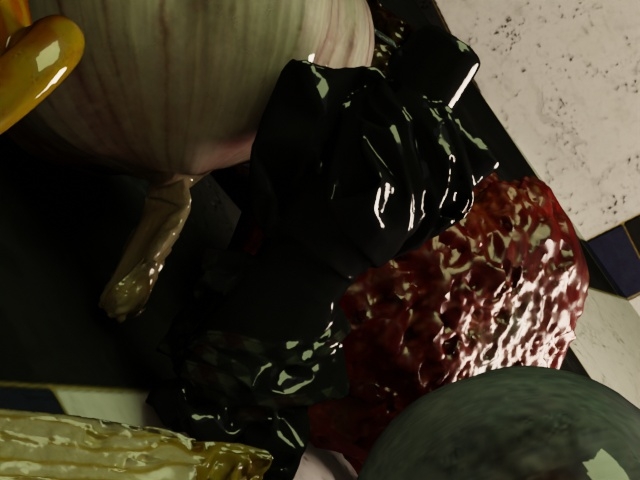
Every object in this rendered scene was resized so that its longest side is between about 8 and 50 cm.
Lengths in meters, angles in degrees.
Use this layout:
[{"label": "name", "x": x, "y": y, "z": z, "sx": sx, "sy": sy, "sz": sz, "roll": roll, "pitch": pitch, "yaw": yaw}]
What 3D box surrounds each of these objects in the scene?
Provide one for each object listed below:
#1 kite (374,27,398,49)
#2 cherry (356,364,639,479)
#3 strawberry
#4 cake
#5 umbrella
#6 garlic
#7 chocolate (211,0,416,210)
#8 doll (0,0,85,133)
[{"label": "kite", "x": -0.055, "y": -0.234, "z": 1.462, "sx": 0.314, "sy": 0.011, "sz": 0.335, "roll": 40, "pitch": 7, "yaw": 21}, {"label": "cherry", "x": 0.124, "y": 0.196, "z": 1.113, "sx": 0.255, "sy": 0.218, "sz": 0.296, "roll": 63, "pitch": 13, "yaw": -6}, {"label": "strawberry", "x": 0.065, "y": 0.034, "z": 1.304, "sx": 0.274, "sy": 0.220, "sz": 0.274, "roll": 53, "pitch": 14, "yaw": -18}, {"label": "cake", "x": -0.098, "y": 0.111, "z": 0.833, "sx": 0.185, "sy": 0.116, "sz": 0.079, "roll": 49, "pitch": 16, "yaw": -37}, {"label": "umbrella", "x": -0.001, "y": 0.000, "z": 1.080, "sx": 0.122, "sy": 0.272, "sz": 0.110, "roll": 34, "pitch": 8, "yaw": 14}, {"label": "garlic", "x": -0.092, "y": -0.071, "z": 1.147, "sx": 0.245, "sy": 0.245, "sz": 0.253, "roll": 31, "pitch": 58, "yaw": -56}, {"label": "chocolate", "x": -0.006, "y": -0.128, "z": 1.551, "sx": 0.206, "sy": 0.177, "sz": 0.224, "roll": 31, "pitch": 24, "yaw": -56}, {"label": "doll", "x": -0.243, "y": -0.136, "z": 0.854, "sx": 0.269, "sy": 0.162, "sz": 0.166, "roll": 43, "pitch": 23, "yaw": -12}]
